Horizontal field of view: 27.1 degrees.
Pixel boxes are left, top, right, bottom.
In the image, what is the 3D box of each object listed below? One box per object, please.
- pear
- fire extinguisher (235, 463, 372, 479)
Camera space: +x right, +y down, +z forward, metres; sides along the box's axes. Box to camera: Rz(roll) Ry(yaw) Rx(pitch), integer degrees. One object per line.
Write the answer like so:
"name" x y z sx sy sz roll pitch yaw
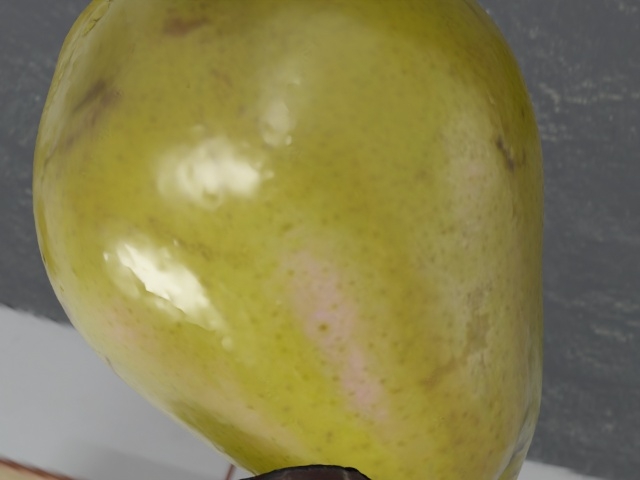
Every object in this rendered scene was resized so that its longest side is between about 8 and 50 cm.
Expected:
"pear" 0.006 -0.009 0.702 0.336 0.285 0.285 43 132 -11
"fire extinguisher" 0.031 0.246 0.419 0.141 0.341 0.105 19 131 -43
